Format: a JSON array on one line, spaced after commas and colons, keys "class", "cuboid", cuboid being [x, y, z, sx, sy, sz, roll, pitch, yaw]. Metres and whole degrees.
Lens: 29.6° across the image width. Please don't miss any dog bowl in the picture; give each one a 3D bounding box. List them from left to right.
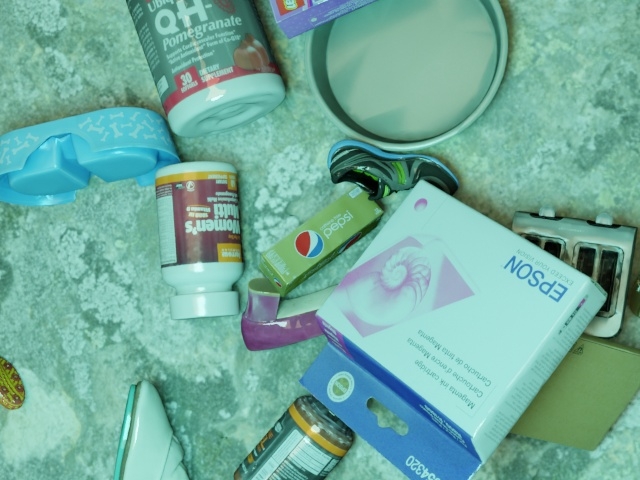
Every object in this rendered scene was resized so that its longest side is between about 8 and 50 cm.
[{"class": "dog bowl", "cuboid": [-0.355, -0.125, 1.795, 0.297, 0.166, 0.074, -12, 73, 13]}]

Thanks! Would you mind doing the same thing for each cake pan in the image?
[{"class": "cake pan", "cuboid": [0.123, -0.270, 1.733, 0.293, 0.054, 0.293, -1, 86, 14]}]

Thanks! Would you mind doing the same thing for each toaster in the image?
[{"class": "toaster", "cuboid": [0.331, 0.051, 1.633, 0.168, 0.110, 0.185, 9, 89, 15]}]

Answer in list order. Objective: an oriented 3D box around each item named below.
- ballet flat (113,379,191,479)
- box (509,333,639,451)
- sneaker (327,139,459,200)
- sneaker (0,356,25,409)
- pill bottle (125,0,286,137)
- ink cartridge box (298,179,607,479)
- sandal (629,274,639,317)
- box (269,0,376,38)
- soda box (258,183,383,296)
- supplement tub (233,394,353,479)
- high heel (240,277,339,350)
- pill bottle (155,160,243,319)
[{"class": "ballet flat", "cuboid": [-0.254, 0.402, 1.762, 0.139, 0.139, 0.400, 14, 94, 15]}, {"class": "box", "cuboid": [0.322, 0.195, 1.584, 0.164, 0.201, 0.021, -61, 31, 22]}, {"class": "sneaker", "cuboid": [0.100, -0.085, 1.696, 0.188, 0.067, 0.078, 12, 59, -7]}, {"class": "sneaker", "cuboid": [-0.524, 0.207, 1.872, 0.175, 0.064, 0.067, 38, 116, 18]}, {"class": "pill bottle", "cuboid": [-0.181, -0.324, 1.749, 0.176, 0.176, 0.318, -22, 82, 12]}, {"class": "ink cartridge box", "cuboid": [0.144, 0.119, 1.549, 0.330, 0.071, 0.324, -52, 45, -3]}, {"class": "sandal", "cuboid": [0.480, 0.028, 1.632, 0.072, 0.049, 0.180, 36, 110, 19]}, {"class": "box", "cuboid": [-0.002, -0.457, 1.738, 0.201, 0.057, 0.293, -21, 67, 12]}, {"class": "soda box", "cuboid": [0.000, 0.000, 1.705, 0.181, 0.061, 0.058, -36, 78, -19]}, {"class": "supplement tub", "cuboid": [-0.026, 0.293, 1.710, 0.106, 0.106, 0.198, 41, 96, 13]}, {"class": "high heel", "cuboid": [0.006, 0.126, 1.743, 0.244, 0.082, 0.117, 6, 123, 0]}, {"class": "pill bottle", "cuboid": [-0.174, 0.002, 1.756, 0.121, 0.121, 0.221, -6, 85, 14]}]
